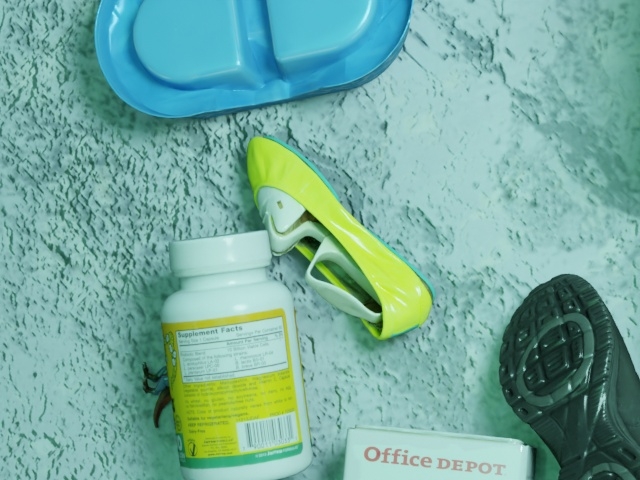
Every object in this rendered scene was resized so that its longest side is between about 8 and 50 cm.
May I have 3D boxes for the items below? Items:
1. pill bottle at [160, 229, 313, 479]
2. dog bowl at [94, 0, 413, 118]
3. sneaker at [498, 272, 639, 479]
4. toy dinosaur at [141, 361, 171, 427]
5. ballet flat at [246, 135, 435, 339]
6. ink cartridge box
[{"bbox_3d":[-0.075,0.099,1.387,0.118,0.117,0.208,-7,92,12],"label":"pill bottle"},{"bbox_3d":[-0.054,-0.198,1.471,0.297,0.074,0.166,-11,79,12],"label":"dog bowl"},{"bbox_3d":[0.234,0.160,1.332,0.109,0.130,0.286,-28,54,23],"label":"sneaker"},{"bbox_3d":[-0.121,0.115,1.466,0.082,0.047,0.090,-11,112,3],"label":"toy dinosaur"},{"bbox_3d":[0.000,0.000,1.417,0.231,0.077,0.077,44,59,13],"label":"ballet flat"},{"bbox_3d":[0.094,0.267,1.351,0.154,0.093,0.212,4,83,14],"label":"ink cartridge box"}]
